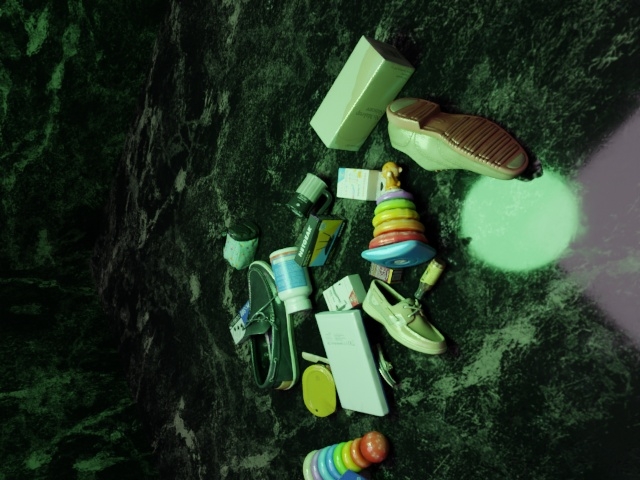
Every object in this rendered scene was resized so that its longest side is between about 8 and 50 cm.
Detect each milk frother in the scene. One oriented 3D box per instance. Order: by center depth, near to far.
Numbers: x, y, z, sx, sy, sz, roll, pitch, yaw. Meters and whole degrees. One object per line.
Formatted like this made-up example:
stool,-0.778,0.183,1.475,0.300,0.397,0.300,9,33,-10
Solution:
milk frother,-0.037,-0.136,1.674,0.134,0.129,0.143,-54,12,-8

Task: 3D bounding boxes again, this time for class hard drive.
hard drive,0.096,0.377,1.530,0.210,0.040,0.318,-16,91,55

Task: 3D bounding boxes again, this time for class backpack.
backpack,-0.325,0.025,1.964,0.115,0.152,0.182,44,129,32

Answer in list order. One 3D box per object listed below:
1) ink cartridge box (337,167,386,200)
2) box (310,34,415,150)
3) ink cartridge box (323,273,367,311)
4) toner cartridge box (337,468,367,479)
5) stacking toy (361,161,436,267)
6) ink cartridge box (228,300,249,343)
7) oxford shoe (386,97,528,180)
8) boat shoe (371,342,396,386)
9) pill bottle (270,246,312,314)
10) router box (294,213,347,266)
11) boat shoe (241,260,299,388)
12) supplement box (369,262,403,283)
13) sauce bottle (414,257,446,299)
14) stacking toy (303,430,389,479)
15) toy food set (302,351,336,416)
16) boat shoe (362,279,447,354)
ink cartridge box,0.133,-0.170,1.480,0.143,0.090,0.092,12,101,47
box,0.117,-0.424,1.444,0.311,0.148,0.121,-54,55,37
ink cartridge box,0.081,0.183,1.582,0.135,0.056,0.099,-39,65,41
toner cartridge box,0.194,0.834,1.410,0.348,0.075,0.165,21,107,27
stacking toy,0.210,-0.082,1.374,0.175,0.166,0.301,-15,69,32
ink cartridge box,-0.309,0.340,2.030,0.207,0.046,0.097,-48,59,38
oxford shoe,0.340,-0.238,1.250,0.397,0.140,0.146,38,150,35
boat shoe,0.195,0.378,1.479,0.043,0.049,0.137,-32,61,1
pill bottle,-0.099,0.144,1.728,0.124,0.124,0.221,-27,71,45
router box,0.000,0.000,1.605,0.046,0.133,0.178,42,122,39
boat shoe,-0.209,0.317,1.840,0.187,0.156,0.499,-24,73,48
supplement box,0.196,0.094,1.452,0.083,0.055,0.043,21,106,45
sauce bottle,0.300,0.108,1.347,0.042,0.042,0.128,46,122,36
stacking toy,0.094,0.698,1.561,0.330,0.141,0.141,-41,62,33
toy food set,0.009,0.489,1.679,0.128,0.071,0.217,0,95,29
boat shoe,0.238,0.211,1.378,0.302,0.109,0.098,36,119,47
